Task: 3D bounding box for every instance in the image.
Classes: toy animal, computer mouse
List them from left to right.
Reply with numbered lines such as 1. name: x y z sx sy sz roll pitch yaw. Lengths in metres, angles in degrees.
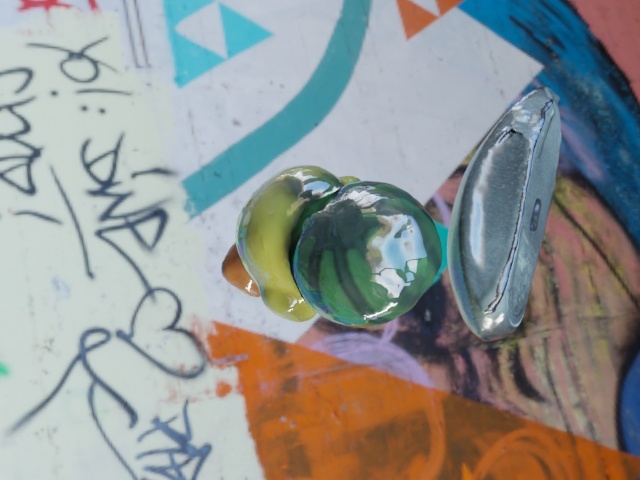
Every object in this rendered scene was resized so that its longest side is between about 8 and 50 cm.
1. toy animal: -0.001 -0.001 1.033 0.338 0.191 0.216 15 -114 51
2. computer mouse: 0.253 -0.045 1.124 0.114 0.203 0.373 10 -107 28
